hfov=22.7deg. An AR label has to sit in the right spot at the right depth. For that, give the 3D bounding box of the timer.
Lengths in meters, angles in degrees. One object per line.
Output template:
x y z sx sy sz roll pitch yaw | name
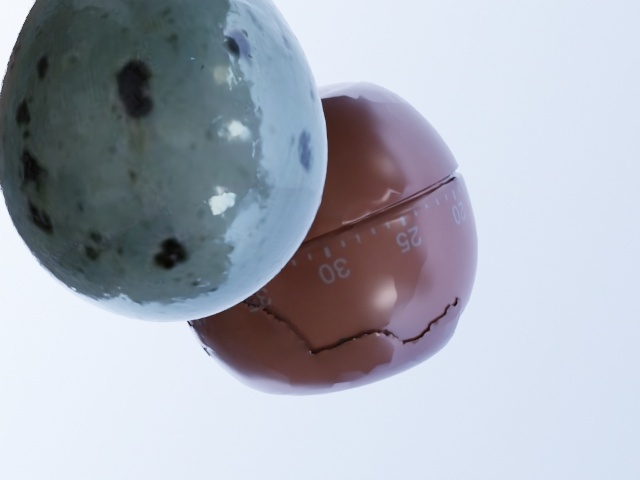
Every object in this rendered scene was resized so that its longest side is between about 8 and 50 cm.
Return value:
0.000 0.000 1.176 0.230 0.230 0.215 -16 -88 36 | timer

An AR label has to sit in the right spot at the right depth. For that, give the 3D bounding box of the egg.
-0.064 -0.048 0.623 0.131 0.131 0.164 -28 -122 32 | egg
